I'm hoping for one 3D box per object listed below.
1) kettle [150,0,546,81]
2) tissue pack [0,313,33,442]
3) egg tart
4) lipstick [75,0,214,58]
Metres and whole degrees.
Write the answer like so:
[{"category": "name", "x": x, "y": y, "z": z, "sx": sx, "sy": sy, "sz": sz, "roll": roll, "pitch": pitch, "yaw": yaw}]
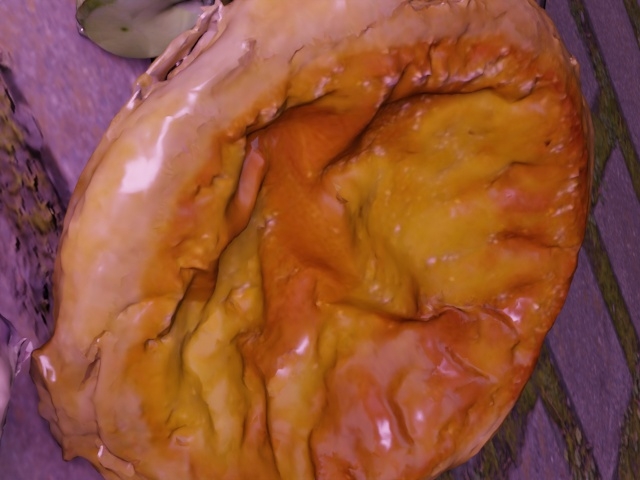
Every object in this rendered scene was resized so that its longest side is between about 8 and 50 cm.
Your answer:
[{"category": "kettle", "x": 0.039, "y": -0.127, "z": 0.882, "sx": 0.251, "sy": 0.207, "sz": 0.271, "roll": 19, "pitch": 68, "yaw": -68}, {"category": "tissue pack", "x": -0.228, "y": 0.027, "z": 0.335, "sx": 0.343, "sy": 0.125, "sz": 0.242, "roll": 54, "pitch": 31, "yaw": -39}, {"category": "egg tart", "x": 0.001, "y": 0.000, "z": 0.726, "sx": 0.341, "sy": 0.132, "sz": 0.341, "roll": -21, "pitch": 124, "yaw": -35}, {"category": "lipstick", "x": -0.099, "y": -0.246, "z": 0.796, "sx": 0.076, "sy": 0.076, "sz": 0.304, "roll": 32, "pitch": 51, "yaw": -56}]
